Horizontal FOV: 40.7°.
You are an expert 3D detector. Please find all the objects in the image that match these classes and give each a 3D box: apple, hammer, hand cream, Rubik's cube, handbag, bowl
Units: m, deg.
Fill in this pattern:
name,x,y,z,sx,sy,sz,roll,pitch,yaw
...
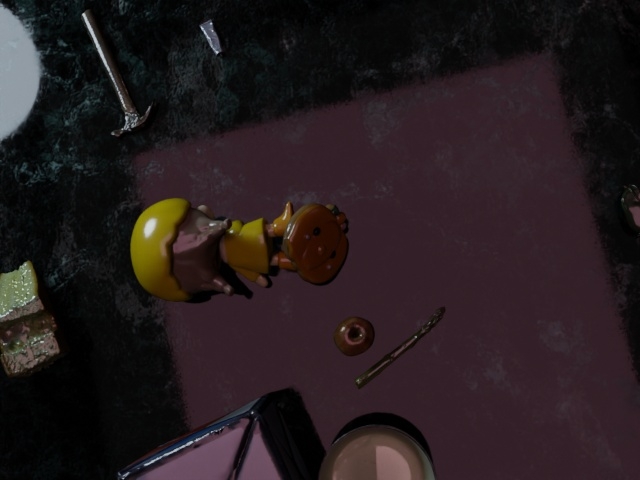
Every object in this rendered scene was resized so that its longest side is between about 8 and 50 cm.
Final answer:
name,x,y,z,sx,sy,sz,roll,pitch,yaw
apple,0.069,0.198,1.783,0.084,0.071,0.084,0,83,-3
hammer,-0.461,-0.377,1.909,0.125,0.027,0.297,-26,82,3
hand cream,-0.237,-0.443,1.902,0.030,0.019,0.093,-26,76,4
Rubik's cube,-0.177,0.507,1.662,0.305,0.307,0.310,-26,84,0
handbag,0.651,-0.066,1.764,0.072,0.047,0.111,-25,83,8
bowl,0.114,0.481,1.722,0.237,0.126,0.238,0,85,5

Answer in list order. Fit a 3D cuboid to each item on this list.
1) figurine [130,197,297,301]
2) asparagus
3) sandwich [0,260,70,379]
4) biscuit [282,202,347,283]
name,x,y,z,sx,sy,sz,roll,pitch,yaw
figurine,-0.218,0.010,1.781,0.343,0.187,0.215,-7,96,-2
asparagus,0.169,0.224,1.794,0.248,0.025,0.024,-40,40,1
sandwich,-0.628,0.163,1.825,0.122,0.128,0.236,-23,83,-5
biscuit,0.003,0.001,1.769,0.050,0.170,0.170,13,85,46
